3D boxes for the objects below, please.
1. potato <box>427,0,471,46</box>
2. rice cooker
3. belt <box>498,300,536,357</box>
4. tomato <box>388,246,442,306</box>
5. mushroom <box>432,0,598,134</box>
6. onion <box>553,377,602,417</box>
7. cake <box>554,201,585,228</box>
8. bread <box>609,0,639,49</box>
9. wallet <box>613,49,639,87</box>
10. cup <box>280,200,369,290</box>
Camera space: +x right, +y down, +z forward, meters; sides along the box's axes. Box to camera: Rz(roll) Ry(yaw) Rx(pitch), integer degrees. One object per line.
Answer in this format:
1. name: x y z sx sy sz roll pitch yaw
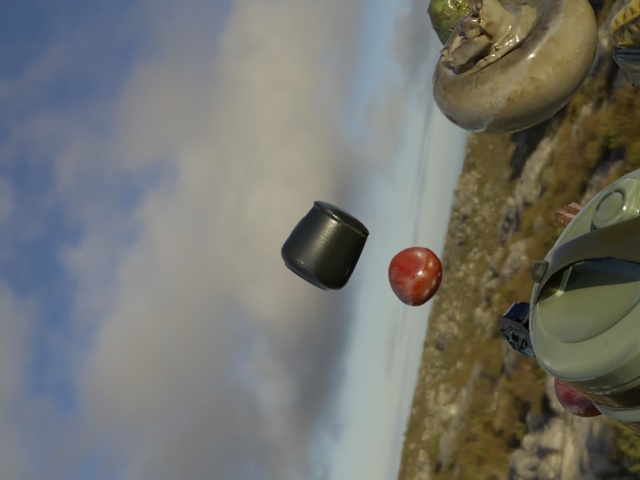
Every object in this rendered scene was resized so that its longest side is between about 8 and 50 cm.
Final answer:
1. potato: 0.419 -0.570 2.206 0.176 0.298 0.141 -39 8 30
2. rice cooker: 0.450 0.089 1.020 0.335 0.325 0.335 -53 15 21
3. belt: 0.418 0.185 1.660 0.058 0.105 0.140 -44 -34 -17
4. tomato: 0.264 0.106 2.291 0.167 0.167 0.168 9 -90 -83
5. mushroom: 0.240 -0.244 1.045 0.178 0.226 0.226 46 -146 -21
6. onion: 0.676 0.366 2.003 0.195 0.159 0.160 9 90 65
7. cake: 0.710 0.005 1.981 0.116 0.295 0.113 -30 -35 -44
8. bread: 0.712 -0.484 1.575 0.367 0.077 0.084 -30 51 57
9. wallet: 0.820 -0.389 1.850 0.290 0.251 0.054 -2 -81 -57
10. cup: 0.000 0.000 1.850 0.177 0.169 0.223 -61 37 8
